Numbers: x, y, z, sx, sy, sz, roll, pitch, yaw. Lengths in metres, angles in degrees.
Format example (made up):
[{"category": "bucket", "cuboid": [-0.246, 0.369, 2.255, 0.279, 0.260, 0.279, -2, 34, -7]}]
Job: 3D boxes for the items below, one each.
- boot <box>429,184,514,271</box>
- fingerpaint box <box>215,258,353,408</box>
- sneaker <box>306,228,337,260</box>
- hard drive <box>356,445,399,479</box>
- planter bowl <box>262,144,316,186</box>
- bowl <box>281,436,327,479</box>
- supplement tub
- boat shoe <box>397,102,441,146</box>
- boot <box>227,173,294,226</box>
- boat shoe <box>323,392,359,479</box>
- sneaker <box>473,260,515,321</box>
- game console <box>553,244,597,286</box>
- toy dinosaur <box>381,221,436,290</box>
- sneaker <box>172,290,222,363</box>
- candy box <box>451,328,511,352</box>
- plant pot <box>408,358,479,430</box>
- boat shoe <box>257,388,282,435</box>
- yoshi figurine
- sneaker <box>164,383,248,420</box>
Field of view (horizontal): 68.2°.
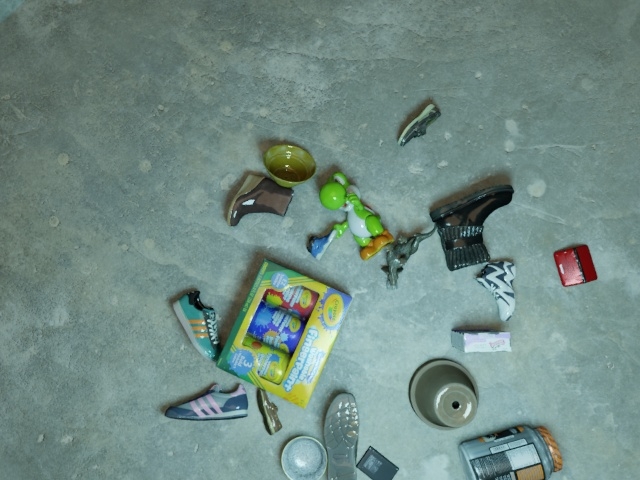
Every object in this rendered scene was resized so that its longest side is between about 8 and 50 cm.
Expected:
[{"category": "boot", "cuboid": [0.622, -0.045, 1.839, 0.348, 0.131, 0.260, -23, 75, 10]}, {"category": "fingerpaint box", "cuboid": [-0.129, 0.346, 1.805, 0.371, 0.163, 0.444, 24, 84, 5]}, {"category": "sneaker", "cuboid": [0.000, 0.000, 1.876, 0.085, 0.058, 0.152, 38, 121, 9]}, {"category": "hard drive", "cuboid": [0.217, 0.863, 1.797, 0.135, 0.022, 0.094, 37, 85, 6]}, {"category": "planter bowl", "cuboid": [-0.130, -0.280, 1.903, 0.217, 0.090, 0.217, 9, 50, -10]}, {"category": "bowl", "cuboid": [-0.058, 0.817, 1.785, 0.170, 0.080, 0.170, 0, 83, 3]}, {"category": "supplement tub", "cuboid": [0.681, 0.790, 1.704, 0.316, 0.193, 0.193, -15, 82, 0]}, {"category": "boat shoe", "cuboid": [0.407, -0.463, 1.930, 0.073, 0.080, 0.223, 40, 81, 11]}, {"category": "boot", "cuboid": [-0.243, -0.137, 1.907, 0.207, 0.090, 0.248, 24, 81, 7]}, {"category": "boat shoe", "cuboid": [0.079, 0.739, 1.767, 0.133, 0.130, 0.355, 4, 89, 6]}, {"category": "sneaker", "cuboid": [0.666, 0.190, 1.831, 0.153, 0.094, 0.234, 7, 83, 4]}, {"category": "game console", "cuboid": [1.007, 0.101, 1.869, 0.124, 0.085, 0.143, -18, 81, 31]}, {"category": "toy dinosaur", "cuboid": [0.326, 0.037, 1.842, 0.121, 0.160, 0.313, 33, 80, 11]}, {"category": "sneaker", "cuboid": [-0.453, 0.333, 1.847, 0.121, 0.108, 0.302, -35, 81, 2]}, {"category": "candy box", "cuboid": [0.592, 0.371, 1.758, 0.165, 0.196, 0.070, -1, 83, 2]}, {"category": "plant pot", "cuboid": [0.465, 0.579, 1.722, 0.263, 0.229, 0.262, 0, 84, 2]}, {"category": "boat shoe", "cuboid": [-0.197, 0.655, 1.826, 0.060, 0.064, 0.177, -15, 83, -31]}, {"category": "yoshi figurine", "cuboid": [0.113, -0.100, 1.842, 0.204, 0.203, 0.362, -34, 80, 4]}, {"category": "sneaker", "cuboid": [-0.436, 0.625, 1.824, 0.319, 0.112, 0.131, -2, 66, -1]}]
